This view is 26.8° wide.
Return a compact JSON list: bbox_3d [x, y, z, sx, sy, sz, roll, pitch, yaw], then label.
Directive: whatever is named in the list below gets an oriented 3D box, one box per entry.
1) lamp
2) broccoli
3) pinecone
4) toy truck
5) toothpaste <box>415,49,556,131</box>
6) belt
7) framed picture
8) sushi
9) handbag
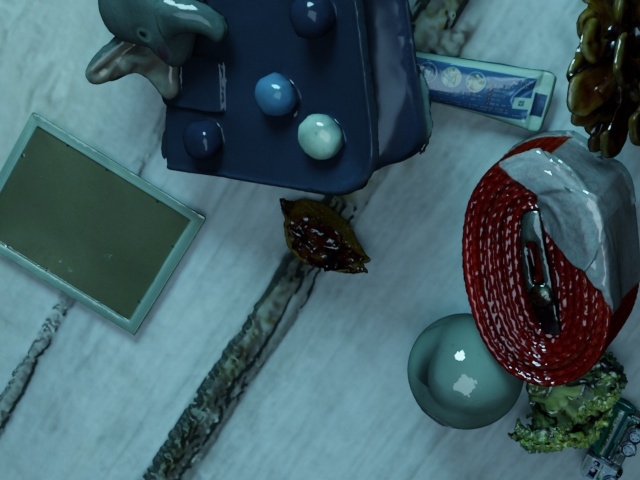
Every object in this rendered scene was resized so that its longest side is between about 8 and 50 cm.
[{"bbox_3d":[0.128,0.116,1.184,0.105,0.105,0.105,2,111,6],"label":"lamp"},{"bbox_3d":[0.220,0.143,1.195,0.097,0.095,0.092,-6,155,36],"label":"broccoli"},{"bbox_3d":[0.299,-0.144,1.033,0.212,0.169,0.186,-4,125,22],"label":"pinecone"},{"bbox_3d":[0.268,0.187,1.231,0.044,0.039,0.083,28,111,14],"label":"toy truck"},{"bbox_3d":[0.097,-0.136,1.133,0.197,0.035,0.057,12,120,0],"label":"toothpaste"},{"bbox_3d":[0.197,0.009,1.129,0.128,0.124,0.201,0,107,28],"label":"belt"},{"bbox_3d":[-0.215,-0.014,1.231,0.183,0.011,0.142,31,111,-5],"label":"framed picture"},{"bbox_3d":[0.000,0.000,1.189,0.099,0.047,0.050,29,115,-2],"label":"sushi"},{"bbox_3d":[-0.067,-0.199,1.050,0.269,0.118,0.326,6,116,35],"label":"handbag"}]
